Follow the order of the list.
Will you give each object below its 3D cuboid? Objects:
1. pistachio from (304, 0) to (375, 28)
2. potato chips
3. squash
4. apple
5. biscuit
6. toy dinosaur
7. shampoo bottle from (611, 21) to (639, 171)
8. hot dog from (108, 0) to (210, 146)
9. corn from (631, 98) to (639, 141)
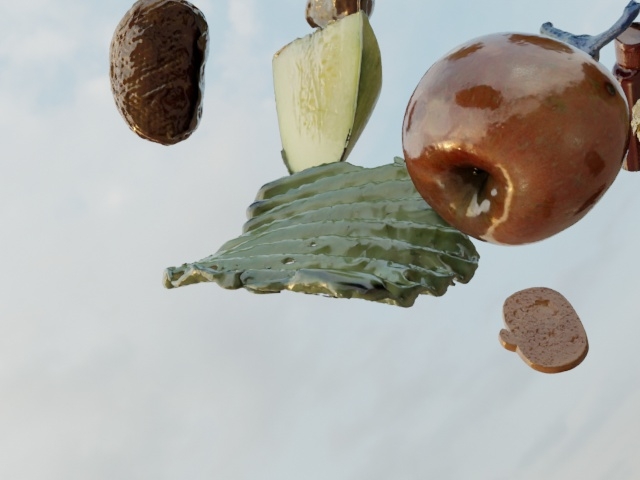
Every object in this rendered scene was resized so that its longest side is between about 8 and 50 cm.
[{"bbox_3d":[0.039,-0.451,1.844,0.130,0.165,0.210,-21,-2,-20],"label":"pistachio"},{"bbox_3d":[0.006,0.000,1.286,0.373,0.389,0.097,-41,-52,-48],"label":"potato chips"},{"bbox_3d":[0.000,-0.203,1.530,0.155,0.204,0.237,-46,19,-31],"label":"squash"},{"bbox_3d":[0.224,-0.122,1.129,0.253,0.253,0.253,-33,-30,-22],"label":"apple"},{"bbox_3d":[0.202,0.084,0.921,0.078,0.091,0.015,-15,-38,-3],"label":"biscuit"},{"bbox_3d":[0.337,-0.208,1.343,0.075,0.188,0.247,19,-78,-16],"label":"toy dinosaur"},{"bbox_3d":[0.525,-0.238,1.652,0.102,0.064,0.260,-44,-42,-21],"label":"shampoo bottle"},{"bbox_3d":[-0.241,-0.259,1.537,0.160,0.099,0.227,5,-87,-35],"label":"hot dog"},{"bbox_3d":[0.520,-0.115,1.314,0.081,0.248,0.081,-60,11,21],"label":"corn"}]
